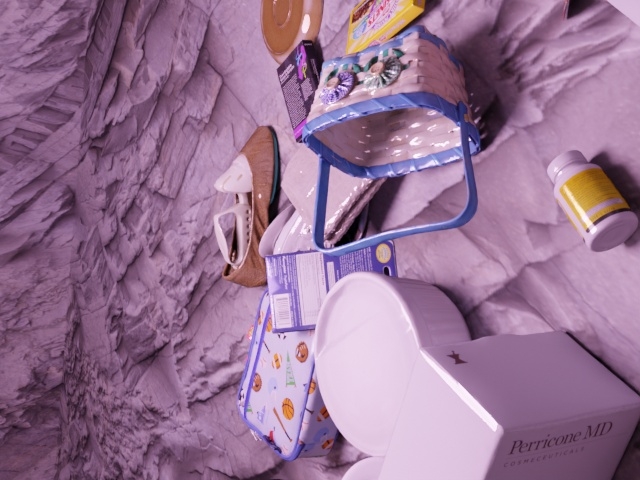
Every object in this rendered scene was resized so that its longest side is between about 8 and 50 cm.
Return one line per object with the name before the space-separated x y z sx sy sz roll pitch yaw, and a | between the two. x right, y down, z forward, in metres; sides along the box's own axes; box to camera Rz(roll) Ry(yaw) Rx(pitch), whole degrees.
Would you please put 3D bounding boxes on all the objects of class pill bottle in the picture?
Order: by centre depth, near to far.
pill bottle | 0.314 -0.049 1.004 0.065 0.065 0.116 -61 42 42
pill bottle | 0.098 0.402 1.277 0.216 0.121 0.121 67 -176 -63

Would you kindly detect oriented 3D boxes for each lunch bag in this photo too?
lunch bag | -0.054 0.246 1.597 0.243 0.115 0.303 33 113 47

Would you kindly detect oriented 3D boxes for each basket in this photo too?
basket | 0.095 -0.133 1.206 0.254 0.201 0.289 -15 68 33

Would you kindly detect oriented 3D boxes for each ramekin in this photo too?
ramekin | 0.115 0.178 1.289 0.273 0.127 0.273 9 101 55

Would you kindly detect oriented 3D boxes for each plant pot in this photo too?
plant pot | -0.065 -0.459 1.689 0.236 0.032 0.236 4 95 61

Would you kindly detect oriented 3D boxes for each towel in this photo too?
towel | 0.050 -0.145 1.415 0.282 0.049 0.187 -52 46 21

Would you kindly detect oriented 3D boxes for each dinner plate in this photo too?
dinner plate | -0.058 -0.018 1.604 0.017 0.141 0.141 41 130 21

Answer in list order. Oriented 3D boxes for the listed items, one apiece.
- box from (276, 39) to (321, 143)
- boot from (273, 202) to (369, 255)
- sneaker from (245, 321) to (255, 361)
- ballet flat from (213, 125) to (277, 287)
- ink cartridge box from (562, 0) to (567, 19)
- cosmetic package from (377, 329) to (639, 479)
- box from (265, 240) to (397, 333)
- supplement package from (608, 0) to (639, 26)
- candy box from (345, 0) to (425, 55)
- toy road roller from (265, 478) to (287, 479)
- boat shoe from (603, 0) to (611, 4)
box | -0.030 -0.282 1.625 0.116 0.029 0.162 -33 70 56
boot | 0.000 0.000 1.525 0.123 0.095 0.258 54 131 45
sneaker | -0.101 0.177 1.721 0.081 0.094 0.209 37 123 54
ballet flat | -0.162 -0.068 1.786 0.116 0.124 0.343 20 109 58
ink cartridge box | 0.277 -0.354 0.992 0.145 0.045 0.179 -32 -50 -73
cosmetic package | 0.197 0.349 1.071 0.161 0.230 0.453 46 131 49
box | 0.023 0.079 1.447 0.225 0.036 0.136 -7 83 15
supplement package | 0.414 -0.271 0.735 0.204 0.145 0.262 60 139 40
candy box | 0.104 -0.369 1.372 0.206 0.027 0.105 -27 53 58
toy road roller | -0.112 0.613 1.615 0.329 0.240 0.203 22 111 58
boat shoe | 0.361 -0.394 0.853 0.324 0.123 0.116 -58 42 42
